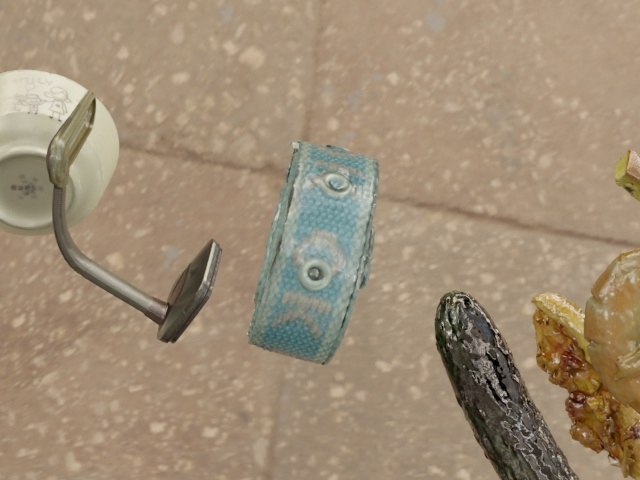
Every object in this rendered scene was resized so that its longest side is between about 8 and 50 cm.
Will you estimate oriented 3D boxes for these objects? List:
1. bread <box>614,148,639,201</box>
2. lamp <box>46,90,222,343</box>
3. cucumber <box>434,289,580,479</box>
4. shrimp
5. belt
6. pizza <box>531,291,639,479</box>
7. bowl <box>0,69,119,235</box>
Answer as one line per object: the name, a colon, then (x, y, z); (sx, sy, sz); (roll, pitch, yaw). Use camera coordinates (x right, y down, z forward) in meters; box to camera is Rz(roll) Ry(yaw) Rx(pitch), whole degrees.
bread: (0.559, -0.075, 2.036); (0.226, 0.049, 0.088); (32, 51, -21)
lamp: (-0.233, -0.033, 1.534); (0.283, 0.124, 0.203); (46, 29, -22)
cucumber: (0.190, 0.188, 1.241); (0.081, 0.072, 0.303); (-33, 91, -10)
shrimp: (0.279, 0.105, 0.963); (0.217, 0.115, 0.051); (60, 23, 5)
belt: (-0.002, 0.008, 0.958); (0.082, 0.147, 0.163); (14, 91, -6)
pizza: (0.377, 0.208, 1.801); (0.086, 0.161, 0.305); (-33, 92, -27)
bowl: (-0.389, -0.099, 1.724); (0.238, 0.237, 0.126); (14, 32, -18)
